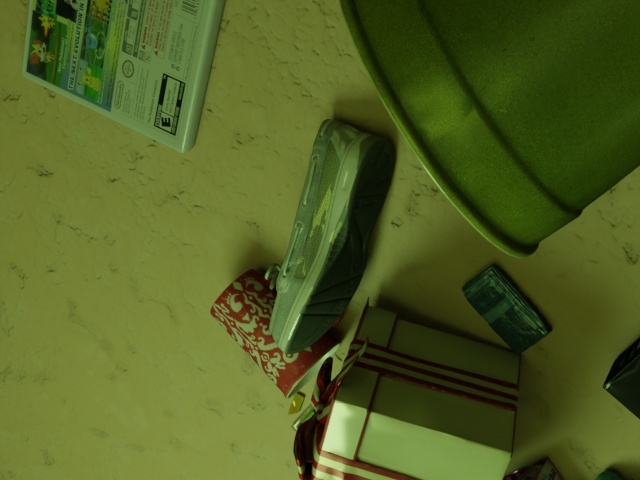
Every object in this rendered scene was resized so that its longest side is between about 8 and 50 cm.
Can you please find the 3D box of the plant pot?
[{"bbox_3d":[0.267,-0.224,1.056,0.353,0.366,0.366,-31,95,23],"label":"plant pot"}]

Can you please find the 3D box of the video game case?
[{"bbox_3d":[-0.277,-0.325,1.465,0.300,0.036,0.329,26,122,16],"label":"video game case"}]

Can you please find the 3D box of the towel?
[{"bbox_3d":[0.243,0.092,1.376,0.119,0.029,0.067,48,126,1],"label":"towel"}]

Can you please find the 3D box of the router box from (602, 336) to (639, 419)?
[{"bbox_3d":[0.533,0.187,1.232,0.309,0.081,0.243,42,124,6],"label":"router box"}]

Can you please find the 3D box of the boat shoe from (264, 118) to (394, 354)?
[{"bbox_3d":[-0.001,-0.001,1.403,0.103,0.118,0.320,29,110,31],"label":"boat shoe"}]

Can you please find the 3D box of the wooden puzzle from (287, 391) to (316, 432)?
[{"bbox_3d":[-0.006,0.290,1.606,0.116,0.014,0.078,36,124,9],"label":"wooden puzzle"}]

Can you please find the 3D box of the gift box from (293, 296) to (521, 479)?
[{"bbox_3d":[0.111,0.234,1.375,0.258,0.255,0.276,15,115,5],"label":"gift box"}]

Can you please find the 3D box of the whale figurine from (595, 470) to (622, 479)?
[{"bbox_3d":[0.435,0.390,1.305,0.272,0.216,0.141,35,165,35],"label":"whale figurine"}]

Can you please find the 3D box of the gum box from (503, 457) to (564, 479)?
[{"bbox_3d":[0.269,0.395,1.477,0.188,0.062,0.107,-35,93,35],"label":"gum box"}]

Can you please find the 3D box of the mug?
[{"bbox_3d":[-0.057,0.119,1.521,0.169,0.150,0.113,43,161,10],"label":"mug"}]
